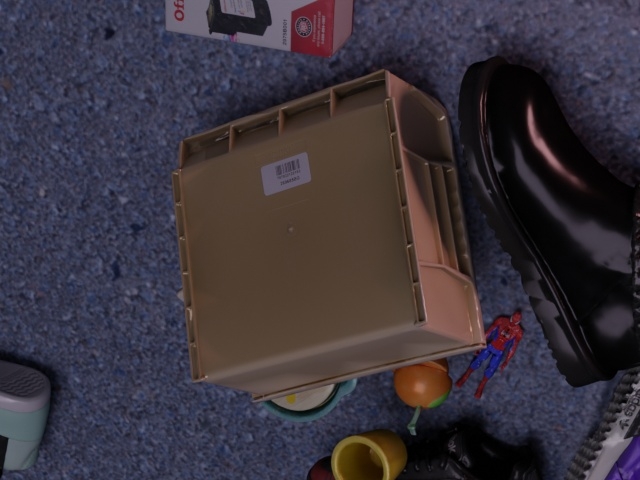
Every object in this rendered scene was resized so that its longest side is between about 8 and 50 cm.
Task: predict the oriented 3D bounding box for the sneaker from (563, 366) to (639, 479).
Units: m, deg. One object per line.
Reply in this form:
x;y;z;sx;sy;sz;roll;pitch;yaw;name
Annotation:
0.341;0.238;1.542;0.146;0.102;0.293;25;121;4;sneaker

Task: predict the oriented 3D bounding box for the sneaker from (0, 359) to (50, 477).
-0.453;0.201;1.841;0.255;0.094;0.151;19;125;12;sneaker

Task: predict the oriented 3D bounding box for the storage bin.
0.000;0.000;1.478;0.262;0.123;0.260;-16;71;28;storage bin

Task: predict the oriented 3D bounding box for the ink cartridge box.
-0.059;-0.256;1.455;0.175;0.072;0.127;11;120;15;ink cartridge box

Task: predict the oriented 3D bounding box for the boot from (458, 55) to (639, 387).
0.300;-0.040;1.384;0.260;0.131;0.348;-18;106;32;boot

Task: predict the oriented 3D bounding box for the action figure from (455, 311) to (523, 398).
0.182;0.118;1.589;0.038;0.030;0.115;33;122;8;action figure

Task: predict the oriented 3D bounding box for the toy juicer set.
-0.008;0.095;1.575;0.329;0.089;0.209;43;118;17;toy juicer set

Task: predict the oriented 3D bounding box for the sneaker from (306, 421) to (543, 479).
0.117;0.255;1.645;0.276;0.098;0.135;7;119;16;sneaker
